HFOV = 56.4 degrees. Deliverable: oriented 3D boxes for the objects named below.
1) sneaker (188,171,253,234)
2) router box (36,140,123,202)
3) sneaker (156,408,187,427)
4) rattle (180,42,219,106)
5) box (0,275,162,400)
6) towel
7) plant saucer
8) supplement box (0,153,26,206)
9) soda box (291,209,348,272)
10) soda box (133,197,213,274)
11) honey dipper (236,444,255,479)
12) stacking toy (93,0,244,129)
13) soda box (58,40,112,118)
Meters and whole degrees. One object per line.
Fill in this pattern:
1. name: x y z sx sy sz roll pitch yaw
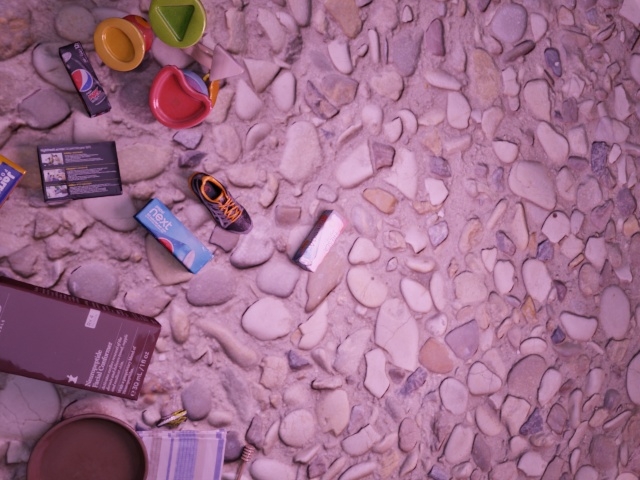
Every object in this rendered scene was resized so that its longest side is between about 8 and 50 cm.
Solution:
1. sneaker: -0.256 -0.093 1.564 0.215 0.083 0.084 44 73 -20
2. router box: -0.577 -0.166 1.438 0.178 0.046 0.133 -8 94 -24
3. sneaker: -0.384 0.471 1.551 0.083 0.031 0.035 -20 100 -22
4. rattle: -0.335 -0.450 1.525 0.199 0.143 0.130 22 39 -27
5. box: -0.587 0.230 1.397 0.381 0.143 0.191 19 84 -22
6. towel: -0.391 0.592 1.551 0.284 0.034 0.209 7 91 -22
7. plant saucer: -0.561 0.552 1.450 0.277 0.041 0.278 -1 93 -15
8. supplement box: -0.829 -0.167 1.228 0.356 0.195 0.194 37 77 -27
9. soda box: 0.000 0.000 1.694 0.063 0.058 0.183 39 76 -20
10. soda box: -0.374 -0.010 1.522 0.071 0.067 0.210 -47 108 -16
11. honey dipper: -0.218 0.641 1.631 0.030 0.030 0.161 21 85 -23
12. stacking toy: -0.345 -0.450 1.444 0.279 0.130 0.309 -29 112 20
13. soda box: -0.564 -0.383 1.430 0.053 0.060 0.169 -28 103 -20
